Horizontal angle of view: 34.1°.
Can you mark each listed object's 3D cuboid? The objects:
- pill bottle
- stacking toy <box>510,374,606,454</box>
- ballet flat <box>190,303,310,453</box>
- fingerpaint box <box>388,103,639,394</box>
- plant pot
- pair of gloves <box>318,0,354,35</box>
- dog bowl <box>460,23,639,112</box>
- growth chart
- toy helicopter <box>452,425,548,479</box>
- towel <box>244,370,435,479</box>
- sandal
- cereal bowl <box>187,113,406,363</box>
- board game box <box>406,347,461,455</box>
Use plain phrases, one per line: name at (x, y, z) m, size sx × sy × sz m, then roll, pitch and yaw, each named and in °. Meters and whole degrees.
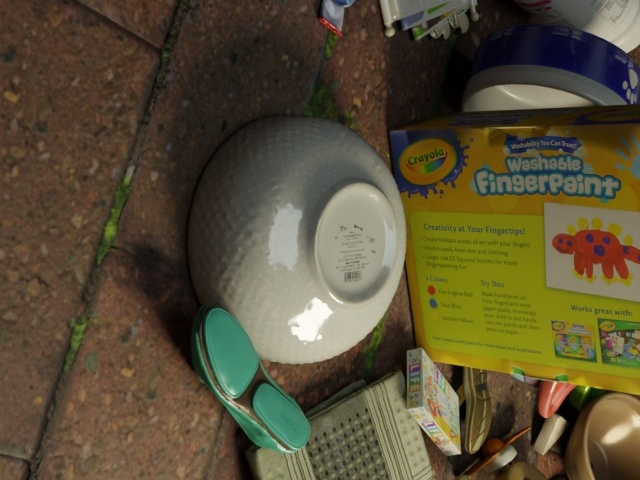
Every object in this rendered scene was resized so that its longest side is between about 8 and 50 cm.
pill bottle at (0.436, -0.422, 1.759) m, size 0.283 × 0.160 × 0.160 m, roll 22°, pitch 78°, yaw -44°
stacking toy at (0.433, 0.203, 1.875) m, size 0.309 × 0.130 × 0.279 m, roll -32°, pitch 141°, yaw -36°
ballet flat at (-0.107, 0.179, 1.304) m, size 0.247 × 0.087 × 0.083 m, roll 56°, pitch 49°, yaw -29°
fingerpaint box at (0.336, 0.001, 1.486) m, size 0.163 × 0.445 × 0.371 m, roll -21°, pitch 107°, yaw -44°
plant pot at (0.526, 0.403, 1.908) m, size 0.237 × 0.110 × 0.237 m, roll 13°, pitch 66°, yaw -32°
pair of gloves at (-0.003, -0.381, 1.416) m, size 0.198 × 0.023 × 0.159 m, roll 26°, pitch 74°, yaw -44°
dog bowl at (0.358, -0.223, 1.619) m, size 0.265 × 0.265 × 0.104 m, roll 33°, pitch 68°, yaw -41°
growth chart at (0.161, -0.387, 1.582) m, size 0.237 × 0.021 × 0.172 m, roll -22°, pitch 109°, yaw -42°
toy helicopter at (0.299, 0.411, 1.679) m, size 0.355 × 0.140 × 0.235 m, roll 21°, pitch 43°, yaw -50°
towel at (0.049, 0.377, 1.479) m, size 0.312 × 0.056 × 0.324 m, roll -21°, pitch 96°, yaw -40°
sandal at (0.240, 0.253, 1.691) m, size 0.072 × 0.049 × 0.180 m, roll 4°, pitch 82°, yaw -53°
cereal bowl at (0.000, 0.000, 1.364) m, size 0.339 × 0.141 × 0.339 m, roll -3°, pitch 94°, yaw -46°
board game box at (0.173, 0.247, 1.590) m, size 0.154 × 0.026 × 0.103 m, roll 52°, pitch 30°, yaw -43°
